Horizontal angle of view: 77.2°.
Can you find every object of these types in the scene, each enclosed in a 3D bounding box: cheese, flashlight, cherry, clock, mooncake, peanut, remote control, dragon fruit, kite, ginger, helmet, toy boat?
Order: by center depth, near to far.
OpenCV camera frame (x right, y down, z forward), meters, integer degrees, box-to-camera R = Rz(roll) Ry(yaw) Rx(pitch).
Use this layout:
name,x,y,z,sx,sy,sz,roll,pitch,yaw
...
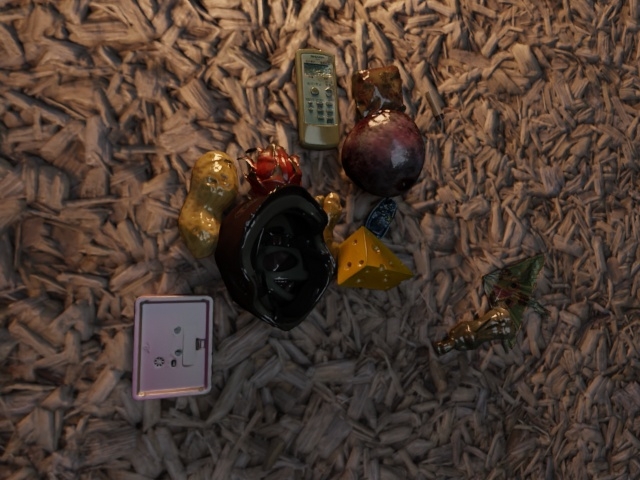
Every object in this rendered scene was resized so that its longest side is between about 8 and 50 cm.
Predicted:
name,x,y,z,sx,sy,sz,roll,pitch,yaw
helmet,-0.105,0.021,0.790,0.225,0.177,0.305,-41,129,-35
clock,-0.292,0.207,0.805,0.150,0.063,0.196,1,87,-20
peanut,-0.229,-0.074,0.820,0.098,0.103,0.229,16,80,-21
dragon fruit,-0.100,-0.140,0.869,0.121,0.130,0.141,-14,94,14
cherry,0.146,-0.190,0.906,0.195,0.195,0.194,1,87,-20
ginger,-0.013,-0.007,0.907,0.115,0.081,0.205,2,90,-24
cheese,0.131,0.069,0.932,0.171,0.093,0.126,32,37,-28
remote control,-0.007,-0.330,0.945,0.098,0.038,0.233,-3,88,-20
toy boat,0.144,-0.045,0.972,0.060,0.061,0.137,38,77,-14
mooncake,0.142,-0.359,0.981,0.125,0.073,0.129,-13,90,-18
flashlight,0.304,-0.359,1.065,0.018,0.018,0.083,-30,98,-20
kite,0.554,0.160,1.134,0.268,0.013,0.322,26,82,-15

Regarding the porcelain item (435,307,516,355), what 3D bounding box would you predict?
name,x,y,z,sx,sy,sz,roll,pitch,yaw
porcelain item,0.397,0.244,1.050,0.216,0.069,0.081,-16,96,-12
